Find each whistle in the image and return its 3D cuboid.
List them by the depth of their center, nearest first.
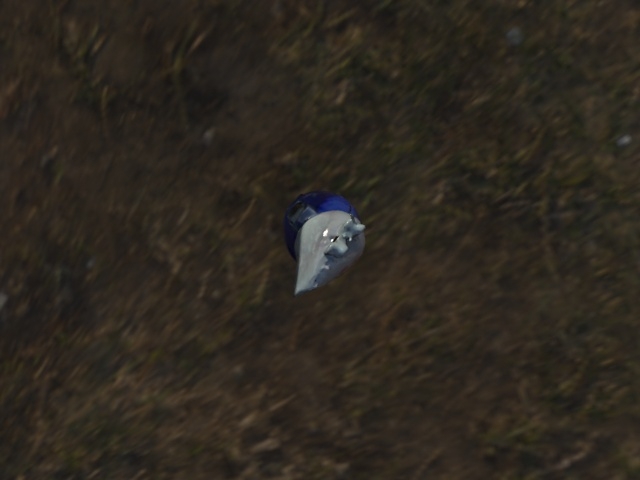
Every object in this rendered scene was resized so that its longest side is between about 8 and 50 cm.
[{"bbox_3d":[0.000,0.000,0.647,0.029,0.083,0.033,42,95,-9],"label":"whistle"}]
